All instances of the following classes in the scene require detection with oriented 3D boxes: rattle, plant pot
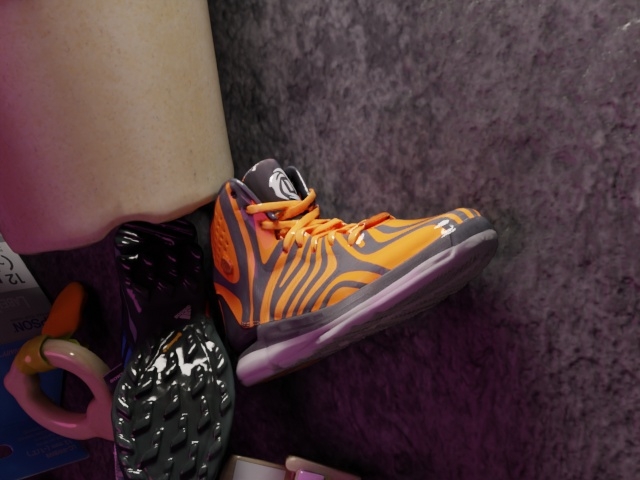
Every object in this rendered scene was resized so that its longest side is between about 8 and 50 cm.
[{"bbox_3d":[-0.233,0.160,1.437,0.199,0.143,0.130,32,112,-5],"label":"rattle"},{"bbox_3d":[-0.225,-0.162,1.209,0.333,0.333,0.306,-5,105,43],"label":"plant pot"}]

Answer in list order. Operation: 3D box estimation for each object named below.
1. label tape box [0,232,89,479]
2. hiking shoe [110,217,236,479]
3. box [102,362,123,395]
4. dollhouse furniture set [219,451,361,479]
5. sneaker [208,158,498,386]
[{"bbox_3d":[-0.423,0.108,1.455,0.348,0.249,0.115,50,127,25],"label":"label tape box"},{"bbox_3d":[-0.136,0.126,1.245,0.132,0.113,0.304,91,175,-57],"label":"hiking shoe"},{"bbox_3d":[-0.155,0.206,1.326,0.029,0.116,0.162,-32,70,0],"label":"box"},{"bbox_3d":[-0.084,0.317,1.060,0.198,0.303,0.287,13,85,-2],"label":"dollhouse furniture set"},{"bbox_3d":[0.000,0.000,1.131,0.321,0.124,0.180,-29,78,42],"label":"sneaker"}]
